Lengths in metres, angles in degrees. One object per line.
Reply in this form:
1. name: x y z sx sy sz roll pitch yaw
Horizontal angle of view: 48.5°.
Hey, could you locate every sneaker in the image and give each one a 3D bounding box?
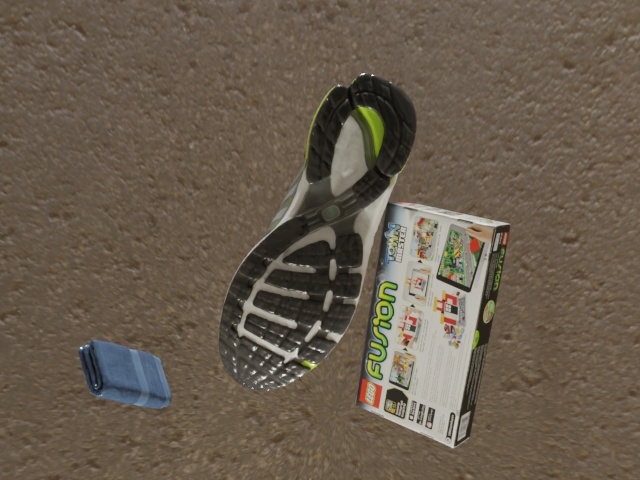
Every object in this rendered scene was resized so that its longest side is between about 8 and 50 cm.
1. sneaker: 0.000 0.000 0.665 0.111 0.121 0.300 27 81 1

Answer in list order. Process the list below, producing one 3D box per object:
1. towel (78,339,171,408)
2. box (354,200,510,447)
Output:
1. towel: -0.211 0.149 0.776 0.029 0.119 0.067 -32 61 11
2. box: 0.101 0.074 0.667 0.114 0.036 0.207 16 103 36
